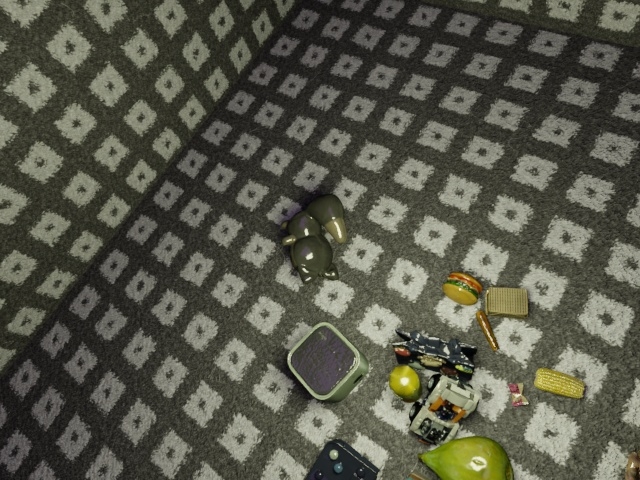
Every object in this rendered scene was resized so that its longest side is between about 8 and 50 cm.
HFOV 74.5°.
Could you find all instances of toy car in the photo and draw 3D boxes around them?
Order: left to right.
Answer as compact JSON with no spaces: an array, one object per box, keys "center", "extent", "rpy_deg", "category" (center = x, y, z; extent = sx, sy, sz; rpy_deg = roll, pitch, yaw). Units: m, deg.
[{"center":[0.465,0.652,1.597],"extent":[0.193,0.118,0.301],"rpy_deg":[26,106,-1],"category":"toy car"}]

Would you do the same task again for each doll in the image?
[{"center":[-0.027,0.005,1.960],"extent":[0.252,0.378,0.383],"rpy_deg":[-14,73,-29],"category":"doll"}]

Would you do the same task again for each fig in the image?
[{"center":[0.525,0.835,1.508],"extent":[0.314,0.233,0.233],"rpy_deg":[-24,62,12],"category":"fig"}]

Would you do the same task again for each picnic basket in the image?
[{"center":[0.776,0.261,1.754],"extent":[0.164,0.079,0.115],"rpy_deg":[2,68,17],"category":"picnic basket"}]

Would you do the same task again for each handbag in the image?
[{"center":[0.068,0.980,1.631],"extent":[0.269,0.118,0.326],"rpy_deg":[27,79,24],"category":"handbag"},{"center":[0.442,0.442,1.632],"extent":[0.303,0.329,0.122],"rpy_deg":[9,70,20],"category":"handbag"}]

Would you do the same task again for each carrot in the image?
[{"center":[0.695,0.375,1.752],"extent":[0.042,0.042,0.171],"rpy_deg":[-21,66,7],"category":"carrot"}]

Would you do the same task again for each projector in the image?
[{"center":[0.038,0.515,1.765],"extent":[0.248,0.249,0.248],"rpy_deg":[-45,63,-6],"category":"projector"}]

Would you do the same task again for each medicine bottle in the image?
[{"center":[0.336,0.567,1.660],"extent":[0.124,0.239,0.124],"rpy_deg":[-8,63,15],"category":"medicine bottle"}]

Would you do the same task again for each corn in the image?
[{"center":[0.907,0.544,1.599],"extent":[0.165,0.063,0.085],"rpy_deg":[15,63,20],"category":"corn"}]

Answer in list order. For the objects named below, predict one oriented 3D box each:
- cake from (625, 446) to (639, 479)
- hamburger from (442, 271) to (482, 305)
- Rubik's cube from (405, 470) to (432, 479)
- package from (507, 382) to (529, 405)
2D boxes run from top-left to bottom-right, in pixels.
[{"center":[1.169,0.772,1.329],"extent":[0.332,0.332,0.321],"rpy_deg":[41,121,27],"category":"cake"},{"center":[0.602,0.205,1.789],"extent":[0.162,0.162,0.115],"rpy_deg":[23,74,24],"category":"hamburger"},{"center":[0.386,1.023,1.385],"extent":[0.344,0.347,0.347],"rpy_deg":[20,73,24],"category":"Rubik's cube"},{"center":[0.768,0.597,1.637],"extent":[0.059,0.029,0.083],"rpy_deg":[-15,53,18],"category":"package"}]
